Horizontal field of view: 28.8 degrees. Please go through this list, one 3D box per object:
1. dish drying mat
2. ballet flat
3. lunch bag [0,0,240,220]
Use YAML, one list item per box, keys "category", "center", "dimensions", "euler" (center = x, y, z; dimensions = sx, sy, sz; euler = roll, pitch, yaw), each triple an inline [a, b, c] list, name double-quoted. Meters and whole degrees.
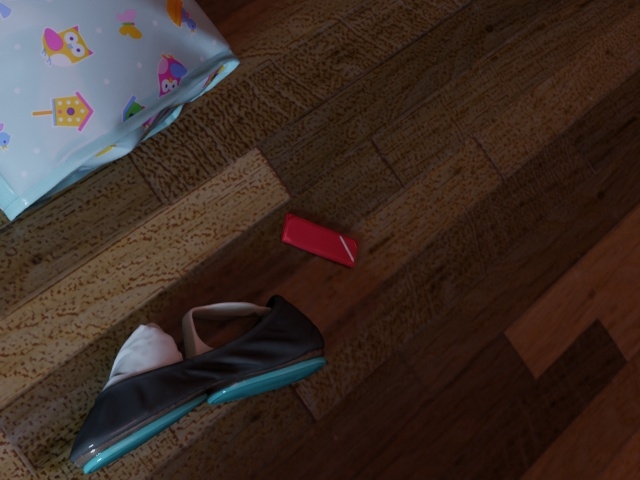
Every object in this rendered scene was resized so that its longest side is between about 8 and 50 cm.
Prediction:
- category: "dish drying mat"
  center: [0.000, 0.000, 1.241]
  dimensions: [0.083, 0.008, 0.032]
  euler: [22, 65, -24]
- category: "ballet flat"
  center: [-0.117, 0.114, 1.091]
  dimensions: [0.280, 0.095, 0.096]
  euler: [-18, 74, -44]
- category: "lunch bag"
  center: [-0.238, -0.160, 1.062]
  dimensions: [0.223, 0.160, 0.262]
  euler: [54, 50, -6]
